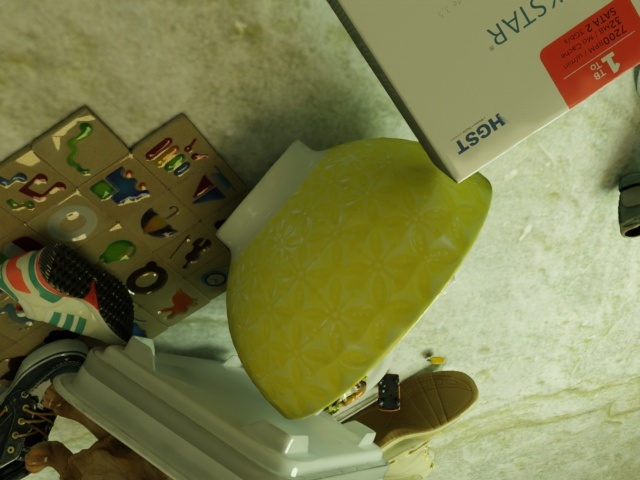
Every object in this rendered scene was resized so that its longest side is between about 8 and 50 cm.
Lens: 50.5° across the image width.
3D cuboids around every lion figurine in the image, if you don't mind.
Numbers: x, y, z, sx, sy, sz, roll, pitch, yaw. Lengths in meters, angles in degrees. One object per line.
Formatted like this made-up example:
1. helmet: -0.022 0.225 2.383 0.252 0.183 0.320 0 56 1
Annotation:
1. lion figurine: -0.150 0.252 0.716 0.392 0.240 0.142 13 101 -64

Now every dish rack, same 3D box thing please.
1. dish rack: -0.074 0.185 0.708 0.072 0.285 0.333 -64 154 -4

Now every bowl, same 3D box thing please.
1. bowl: 0.000 0.000 0.623 0.156 0.289 0.289 41 110 -7

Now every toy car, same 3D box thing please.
1. toy car: 0.141 0.223 1.058 0.122 0.060 0.040 -17 172 -4

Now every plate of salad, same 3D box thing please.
1. plate of salad: 0.018 0.203 0.967 0.200 0.048 0.200 -16 139 -14

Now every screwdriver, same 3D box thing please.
1. screwdriver: 0.033 0.292 1.087 0.170 0.025 0.024 -27 141 2

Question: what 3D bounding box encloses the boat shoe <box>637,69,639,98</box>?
1. boat shoe: 0.474 -0.145 0.816 0.113 0.105 0.306 -38 140 11

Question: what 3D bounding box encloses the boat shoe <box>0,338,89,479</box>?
1. boat shoe: -0.302 0.187 0.716 0.183 0.083 0.065 -43 139 17

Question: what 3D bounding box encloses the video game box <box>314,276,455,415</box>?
1. video game box: 0.055 0.068 0.741 0.048 0.187 0.205 41 107 -5

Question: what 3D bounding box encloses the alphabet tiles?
1. alphabet tiles: -0.227 0.025 0.662 0.342 0.011 0.285 -33 141 5

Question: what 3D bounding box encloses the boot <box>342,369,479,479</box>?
1. boot: 0.166 0.326 1.147 0.262 0.095 0.203 -33 140 8

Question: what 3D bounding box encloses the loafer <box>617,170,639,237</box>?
1. loafer: 0.467 -0.047 0.812 0.096 0.267 0.084 17 82 -16

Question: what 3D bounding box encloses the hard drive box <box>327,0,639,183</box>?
1. hard drive box: 0.100 -0.188 0.469 0.181 0.089 0.232 -35 103 7

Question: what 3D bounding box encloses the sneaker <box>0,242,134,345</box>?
1. sneaker: -0.242 0.057 0.647 0.075 0.057 0.161 -10 149 13
